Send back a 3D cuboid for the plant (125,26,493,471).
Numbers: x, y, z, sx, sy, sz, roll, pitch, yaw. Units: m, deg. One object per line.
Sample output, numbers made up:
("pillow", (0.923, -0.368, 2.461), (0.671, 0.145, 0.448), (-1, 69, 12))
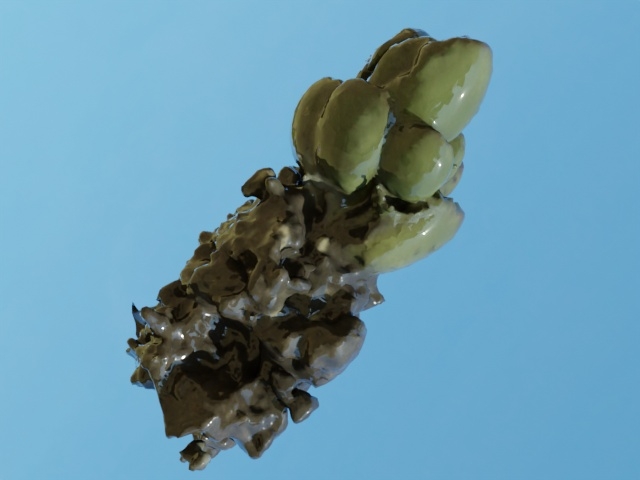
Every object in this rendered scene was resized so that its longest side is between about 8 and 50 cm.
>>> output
("plant", (0.000, 0.000, 0.669), (0.174, 0.087, 0.085), (-54, -136, 9))
